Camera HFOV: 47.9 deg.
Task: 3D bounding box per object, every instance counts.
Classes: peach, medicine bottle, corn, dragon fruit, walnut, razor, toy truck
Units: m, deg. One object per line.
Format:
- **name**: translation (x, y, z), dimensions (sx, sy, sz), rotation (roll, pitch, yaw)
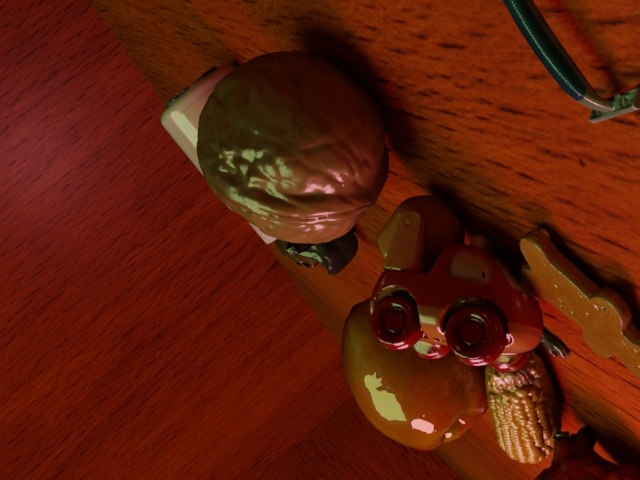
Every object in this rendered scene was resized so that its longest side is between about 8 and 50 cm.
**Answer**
- **peach**: translation (0.181, 0.242, 1.434), dimensions (0.332, 0.307, 0.308), rotation (50, 171, 21)
- **medicine bottle**: translation (-0.169, -0.194, 1.624), dimensions (0.379, 0.213, 0.213), rotation (52, 171, -7)
- **corn**: translation (0.363, 0.300, 1.295), dimensions (0.130, 0.130, 0.347), rotation (42, 167, 41)
- **dragon fruit**: translation (0.459, 0.398, 1.200), dimensions (0.261, 0.134, 0.211), rotation (16, -158, -24)
- **walnut**: translation (-0.039, -0.137, 1.083), dimensions (0.313, 0.277, 0.252), rotation (38, -157, 29)
- **razor**: translation (0.181, -0.173, 0.580), dimensions (0.191, 0.037, 0.068), rotation (51, 172, -6)
- **toy truck**: translation (0.195, 0.056, 1.044), dimensions (0.264, 0.239, 0.189), rotation (7, 171, 32)

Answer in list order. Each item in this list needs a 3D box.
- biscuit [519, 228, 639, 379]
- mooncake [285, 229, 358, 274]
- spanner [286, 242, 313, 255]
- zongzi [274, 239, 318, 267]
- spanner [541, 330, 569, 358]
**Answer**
- **biscuit**: translation (0.336, 0.087, 0.870), dimensions (0.240, 0.035, 0.158), rotation (46, 172, 28)
- **mooncake**: translation (0.000, 0.000, 1.729), dimensions (0.104, 0.175, 0.169), rotation (58, -149, -55)
- **spanner**: translation (0.001, -0.063, 1.282), dimensions (0.096, 0.040, 0.325), rotation (51, -148, -14)
- **zongzi**: translation (-0.116, -0.081, 2.078), dimensions (0.300, 0.138, 0.286), rotation (42, 165, 52)
- **spanner**: translation (0.296, 0.093, 1.146), dimensions (0.254, 0.015, 0.054), rotation (48, 170, 18)
